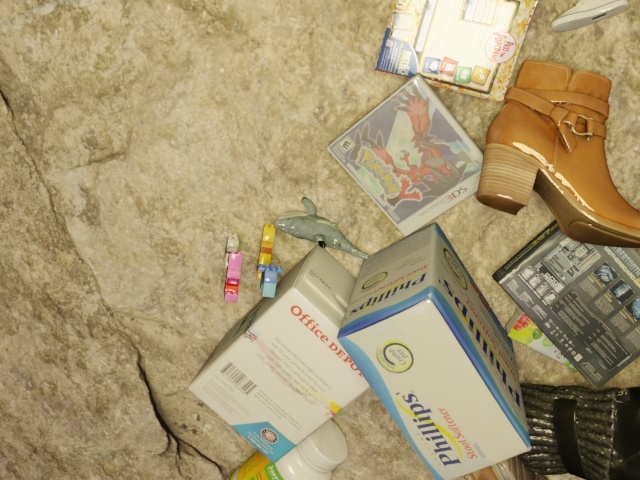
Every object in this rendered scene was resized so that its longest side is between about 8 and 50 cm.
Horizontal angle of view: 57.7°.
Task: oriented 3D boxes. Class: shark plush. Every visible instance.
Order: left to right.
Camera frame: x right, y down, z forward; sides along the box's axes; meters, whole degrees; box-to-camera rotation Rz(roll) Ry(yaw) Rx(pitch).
[{"bbox_3d":[0.000,0.000,0.978,0.161,0.067,0.073,37,113,-3],"label":"shark plush"}]

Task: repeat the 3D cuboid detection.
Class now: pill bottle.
[{"bbox_3d":[-0.064,0.446,1.121,0.136,0.136,0.245,41,112,-5],"label":"pill bottle"}]

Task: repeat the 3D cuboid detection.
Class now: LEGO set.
[{"bbox_3d":[-0.110,0.022,0.947,0.087,0.227,0.093,7,102,-12],"label":"LEGO set"}]

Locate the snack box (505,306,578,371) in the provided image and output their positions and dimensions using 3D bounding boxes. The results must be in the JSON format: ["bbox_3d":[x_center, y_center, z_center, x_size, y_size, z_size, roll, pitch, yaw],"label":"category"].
[{"bbox_3d":[0.398,0.145,0.966,0.141,0.037,0.100,27,113,0],"label":"snack box"}]

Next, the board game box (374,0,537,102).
[{"bbox_3d":[0.191,-0.296,0.840,0.194,0.045,0.146,17,113,5],"label":"board game box"}]

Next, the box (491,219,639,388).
[{"bbox_3d":[0.414,0.083,0.898,0.183,0.059,0.232,-43,92,9],"label":"box"}]

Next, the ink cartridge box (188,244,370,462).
[{"bbox_3d":[-0.039,0.186,0.985,0.198,0.197,0.270,44,112,-6],"label":"ink cartridge box"}]

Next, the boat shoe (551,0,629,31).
[{"bbox_3d":[0.370,-0.322,0.804,0.100,0.035,0.035,-15,79,20],"label":"boat shoe"}]

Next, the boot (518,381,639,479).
[{"bbox_3d":[0.469,0.387,0.938,0.260,0.131,0.347,-18,87,36],"label":"boot"}]

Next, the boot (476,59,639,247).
[{"bbox_3d":[0.374,-0.118,0.820,0.284,0.109,0.220,19,81,5],"label":"boot"}]

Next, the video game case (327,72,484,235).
[{"bbox_3d":[0.141,-0.124,0.902,0.183,0.023,0.201,-35,106,29],"label":"video game case"}]

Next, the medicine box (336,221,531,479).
[{"bbox_3d":[0.175,0.153,0.878,0.149,0.289,0.263,-30,102,20],"label":"medicine box"}]

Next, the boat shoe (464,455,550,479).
[{"bbox_3d":[0.365,0.487,1.067,0.117,0.123,0.324,-26,103,32],"label":"boat shoe"}]
